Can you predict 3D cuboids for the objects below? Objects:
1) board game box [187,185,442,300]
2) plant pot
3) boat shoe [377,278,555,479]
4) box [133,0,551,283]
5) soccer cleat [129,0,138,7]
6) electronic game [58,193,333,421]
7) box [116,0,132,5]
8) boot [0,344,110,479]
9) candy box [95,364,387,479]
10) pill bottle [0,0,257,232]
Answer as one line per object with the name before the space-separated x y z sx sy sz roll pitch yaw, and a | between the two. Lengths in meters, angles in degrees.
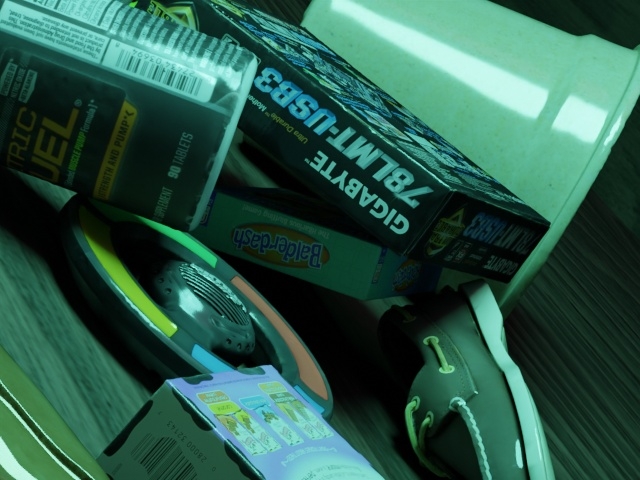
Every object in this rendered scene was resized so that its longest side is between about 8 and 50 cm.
board game box | 0.000 0.000 1.582 0.160 0.047 0.210 19 6 18
plant pot | 0.107 -0.119 1.910 0.305 0.334 0.334 30 13 0
boat shoe | 0.110 0.132 1.496 0.324 0.097 0.116 -104 -178 -63
box | 0.021 -0.086 1.558 0.293 0.073 0.295 38 9 19
soccer cleat | -0.170 -0.227 1.945 0.072 0.060 0.179 40 16 -2
electronic game | -0.082 0.048 1.317 0.229 0.048 0.229 38 13 -10
box | -0.195 -0.243 1.651 0.109 0.178 0.042 47 14 22
boot | -0.172 0.092 0.847 0.269 0.089 0.236 46 3 20
candy box | -0.010 0.164 1.098 0.196 0.070 0.165 44 13 15
pill bottle | -0.175 -0.105 1.292 0.246 0.130 0.130 20 15 -4
